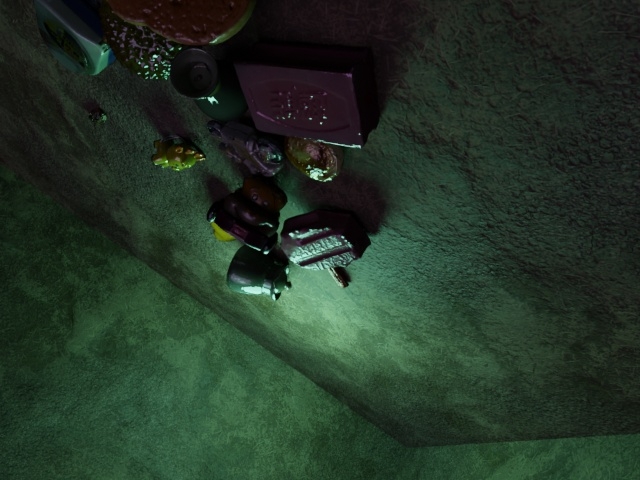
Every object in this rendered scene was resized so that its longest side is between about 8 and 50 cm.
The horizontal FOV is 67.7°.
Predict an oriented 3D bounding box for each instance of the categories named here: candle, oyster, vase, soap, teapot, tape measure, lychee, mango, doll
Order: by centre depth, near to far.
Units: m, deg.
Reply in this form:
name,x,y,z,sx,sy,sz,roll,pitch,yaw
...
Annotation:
name,x,y,z,sx,sy,sz,roll,pitch,yaw
soap,-0.033,-0.395,1.273,0.359,0.128,0.233,15,144,26
vase,-0.294,-0.419,1.288,0.173,0.173,0.321,37,-170,-4
lychee,-0.459,-0.579,1.292,0.319,0.270,0.270,22,149,1
tape measure,-0.814,-0.693,1.593,0.259,0.138,0.262,44,148,-14
soap,0.000,0.000,1.745,0.324,0.127,0.220,-17,122,39
doll,-0.554,-0.339,1.869,0.220,0.136,0.142,3,170,33
candle,0.037,0.087,1.954,0.051,0.048,0.329,19,149,49
oyster,-0.961,-0.536,2.052,0.086,0.029,0.132,39,151,-7
mango,-0.415,-0.080,2.094,0.157,0.109,0.262,24,154,-2
teapot,-0.264,0.187,2.223,0.284,0.224,0.305,19,144,11

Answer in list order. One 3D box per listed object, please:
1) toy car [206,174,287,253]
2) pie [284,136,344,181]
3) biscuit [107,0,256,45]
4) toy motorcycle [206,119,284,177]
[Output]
name,x,y,z,sx,sy,sz,roll,pitch,yaw
toy car,-0.244,-0.117,1.764,0.271,0.241,0.341,32,-174,-8
pie,-0.020,-0.272,1.469,0.178,0.084,0.205,-13,120,52
biscuit,-0.354,-0.651,1.096,0.455,0.350,0.078,37,-167,-4
toy motorcycle,-0.236,-0.302,1.610,0.340,0.108,0.223,25,161,29
